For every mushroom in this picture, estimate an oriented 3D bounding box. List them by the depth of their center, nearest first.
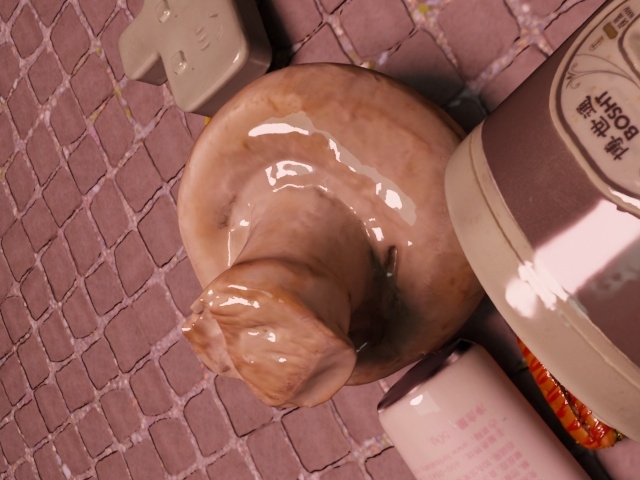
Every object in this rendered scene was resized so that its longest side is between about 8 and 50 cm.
[{"bbox_3d":[0.000,0.000,0.620,0.298,0.290,0.297,7,112,18],"label":"mushroom"}]

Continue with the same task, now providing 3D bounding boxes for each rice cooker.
[{"bbox_3d":[0.241,-0.030,0.456,0.277,0.288,0.288,-44,69,33],"label":"rice cooker"}]

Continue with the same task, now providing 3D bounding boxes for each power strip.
[{"bbox_3d":[-0.164,-0.260,0.840,0.194,0.059,0.264,-34,65,34],"label":"power strip"}]

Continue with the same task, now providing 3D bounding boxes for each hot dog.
[{"bbox_3d":[0.217,0.116,0.637,0.062,0.038,0.144,-38,73,35],"label":"hot dog"}]

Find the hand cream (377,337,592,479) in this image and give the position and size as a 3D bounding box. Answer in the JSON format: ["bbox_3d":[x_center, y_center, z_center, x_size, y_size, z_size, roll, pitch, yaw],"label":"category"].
[{"bbox_3d":[0.194,0.258,0.642,0.185,0.118,0.358,-41,79,30],"label":"hand cream"}]

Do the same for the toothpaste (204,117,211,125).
[{"bbox_3d":[-0.055,-0.120,0.813,0.179,0.043,0.037,28,113,32],"label":"toothpaste"}]
